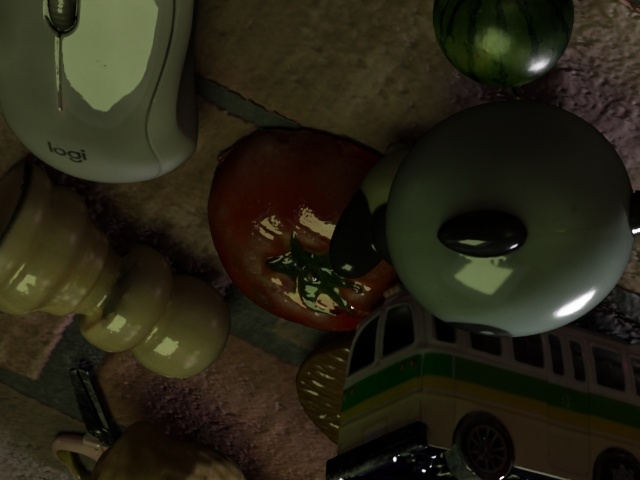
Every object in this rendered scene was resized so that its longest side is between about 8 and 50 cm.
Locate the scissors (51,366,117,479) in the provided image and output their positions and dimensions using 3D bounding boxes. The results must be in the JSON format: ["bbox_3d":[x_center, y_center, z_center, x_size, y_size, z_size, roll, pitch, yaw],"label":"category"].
[{"bbox_3d":[-0.247,0.229,2.084,0.160,0.024,0.317,14,146,14],"label":"scissors"}]

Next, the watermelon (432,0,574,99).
[{"bbox_3d":[0.127,-0.153,1.265,0.109,0.109,0.109,15,146,10],"label":"watermelon"}]

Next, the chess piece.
[{"bbox_3d":[-0.202,0.044,1.706,0.261,0.143,0.143,31,146,-21],"label":"chess piece"}]

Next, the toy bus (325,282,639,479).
[{"bbox_3d":[0.169,0.153,1.550,0.305,0.179,0.143,17,151,-27],"label":"toy bus"}]

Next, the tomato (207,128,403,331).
[{"bbox_3d":[-0.002,0.002,1.572,0.225,0.085,0.225,16,144,12],"label":"tomato"}]

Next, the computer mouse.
[{"bbox_3d":[-0.187,-0.144,1.435,0.184,0.121,0.297,18,148,8],"label":"computer mouse"}]

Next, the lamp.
[{"bbox_3d":[0.125,-0.016,1.390,0.198,0.198,0.244,40,160,-26],"label":"lamp"}]

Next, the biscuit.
[{"bbox_3d":[0.103,0.168,1.785,0.262,0.037,0.262,15,146,10],"label":"biscuit"}]

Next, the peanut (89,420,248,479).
[{"bbox_3d":[-0.152,0.335,2.028,0.169,0.192,0.387,12,146,28],"label":"peanut"}]
